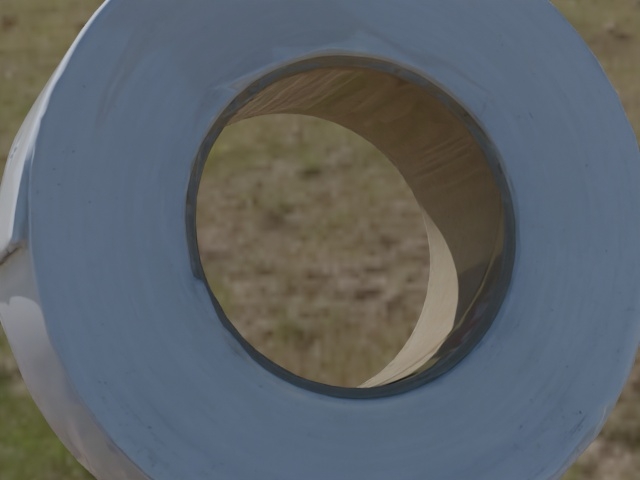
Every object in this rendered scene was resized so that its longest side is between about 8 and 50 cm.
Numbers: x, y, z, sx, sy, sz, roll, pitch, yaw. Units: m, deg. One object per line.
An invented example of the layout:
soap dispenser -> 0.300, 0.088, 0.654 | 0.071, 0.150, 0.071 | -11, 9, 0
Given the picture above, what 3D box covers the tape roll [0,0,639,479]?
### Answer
tape roll -> 0.000, 0.000, 0.799 | 0.286, 0.286, 0.100 | -7, -6, -19
